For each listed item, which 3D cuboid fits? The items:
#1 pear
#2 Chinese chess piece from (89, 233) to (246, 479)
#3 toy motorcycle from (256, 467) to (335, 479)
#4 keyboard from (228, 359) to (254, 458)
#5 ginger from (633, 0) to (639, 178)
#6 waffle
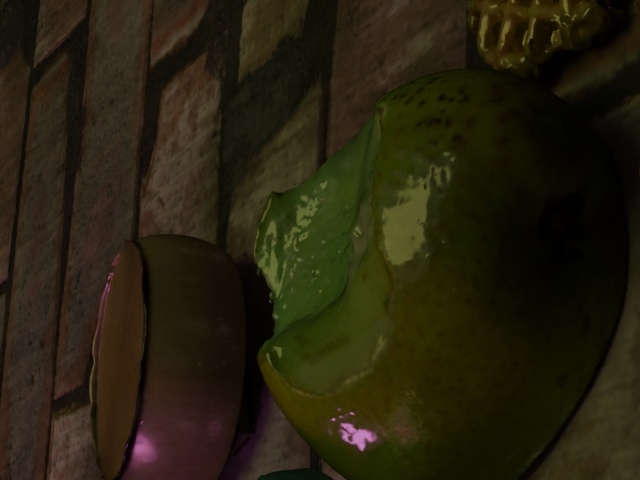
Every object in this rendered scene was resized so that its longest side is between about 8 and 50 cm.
[{"bbox_3d":[0.085,0.014,1.292,0.282,0.176,0.286,-46,40,46],"label":"pear"},{"bbox_3d":[-0.151,0.122,1.791,0.257,0.104,0.257,-174,90,-72],"label":"Chinese chess piece"},{"bbox_3d":[0.023,0.265,1.317,0.296,0.109,0.198,52,142,21],"label":"toy motorcycle"},{"bbox_3d":[-0.085,0.127,1.790,0.055,0.017,0.166,123,148,-47],"label":"keyboard"},{"bbox_3d":[0.227,-0.118,1.187,0.069,0.051,0.173,155,125,-64],"label":"ginger"},{"bbox_3d":[0.177,-0.242,1.352,0.254,0.052,0.245,-50,35,47],"label":"waffle"}]
